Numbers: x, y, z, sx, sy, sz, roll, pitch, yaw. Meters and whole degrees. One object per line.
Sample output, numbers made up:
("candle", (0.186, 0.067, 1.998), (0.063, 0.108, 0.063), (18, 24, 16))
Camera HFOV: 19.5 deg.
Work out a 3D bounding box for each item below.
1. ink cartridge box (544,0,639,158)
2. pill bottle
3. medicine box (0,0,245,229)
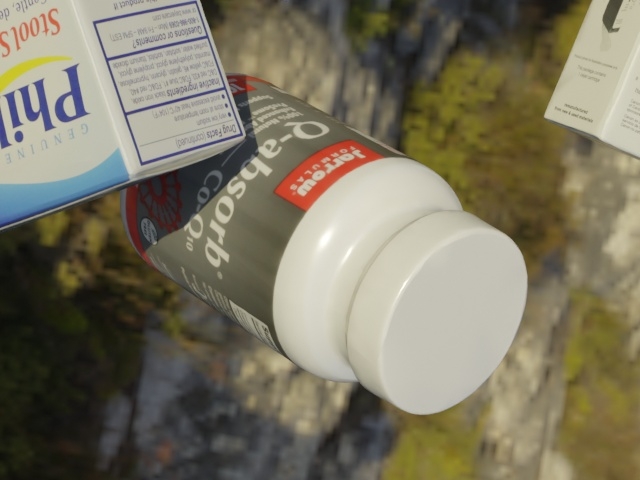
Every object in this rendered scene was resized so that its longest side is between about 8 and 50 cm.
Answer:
("ink cartridge box", (0.380, -0.209, 1.905), (0.197, 0.114, 0.273), (20, 96, -30))
("pill bottle", (0.000, 0.000, 1.666), (0.210, 0.363, 0.210), (-22, 126, -34))
("medicine box", (-0.242, -0.170, 1.574), (0.149, 0.263, 0.289), (-21, 93, -50))
